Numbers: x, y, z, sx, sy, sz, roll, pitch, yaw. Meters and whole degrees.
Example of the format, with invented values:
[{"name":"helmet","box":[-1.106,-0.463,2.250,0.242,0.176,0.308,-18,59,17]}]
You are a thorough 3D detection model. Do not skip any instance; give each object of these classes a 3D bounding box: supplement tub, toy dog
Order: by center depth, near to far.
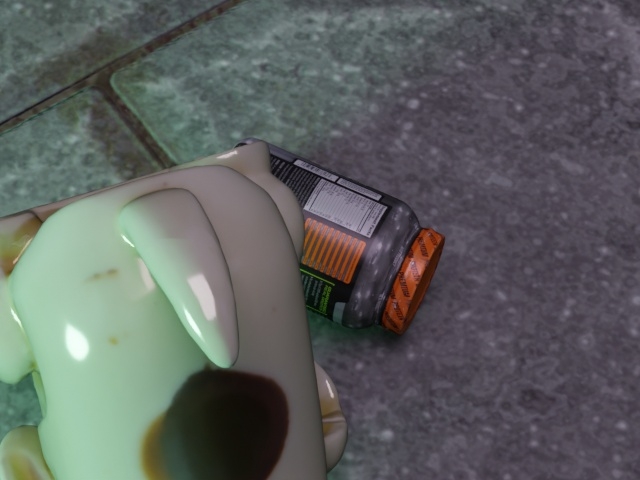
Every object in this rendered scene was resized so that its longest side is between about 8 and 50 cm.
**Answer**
[{"name":"toy dog","box":[-0.074,0.150,1.266,0.284,0.395,0.408,-19,96,-29]},{"name":"supplement tub","box":[0.000,0.000,1.486,0.190,0.117,0.117,24,61,9]}]
